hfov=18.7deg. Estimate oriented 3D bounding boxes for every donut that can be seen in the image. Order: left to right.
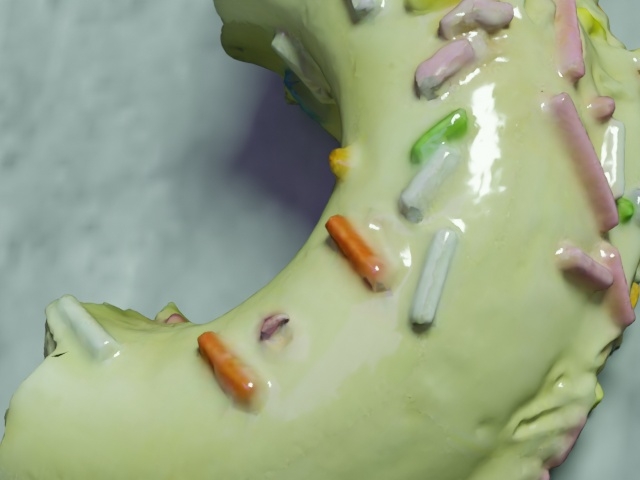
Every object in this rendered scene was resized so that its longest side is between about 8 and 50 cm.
[{"bbox_3d":[0.005,-0.001,0.367,0.108,0.065,0.166,21,81,28],"label":"donut"}]
